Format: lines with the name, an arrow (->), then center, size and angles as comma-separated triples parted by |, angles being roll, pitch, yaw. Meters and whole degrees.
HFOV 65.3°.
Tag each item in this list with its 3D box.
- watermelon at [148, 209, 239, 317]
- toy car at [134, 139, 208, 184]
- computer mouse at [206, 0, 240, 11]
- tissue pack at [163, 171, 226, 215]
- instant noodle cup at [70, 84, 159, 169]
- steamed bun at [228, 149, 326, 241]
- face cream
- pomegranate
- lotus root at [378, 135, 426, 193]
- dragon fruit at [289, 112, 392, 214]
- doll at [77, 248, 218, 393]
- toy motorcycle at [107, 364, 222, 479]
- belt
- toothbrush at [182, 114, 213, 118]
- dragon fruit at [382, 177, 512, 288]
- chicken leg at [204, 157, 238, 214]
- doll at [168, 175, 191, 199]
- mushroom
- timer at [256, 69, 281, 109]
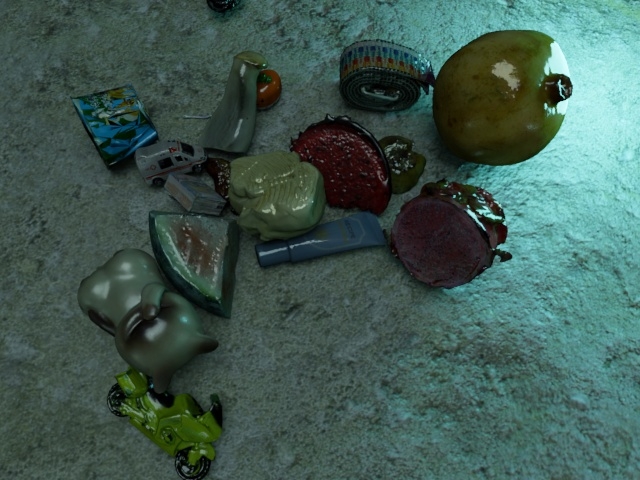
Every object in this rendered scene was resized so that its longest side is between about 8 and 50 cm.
watermelon -> -0.328, 0.023, 1.405 | 0.258, 0.228, 0.387 | -36, 81, -23
toy car -> -0.452, -0.251, 1.518 | 0.209, 0.108, 0.089 | -18, 45, -4
computer mouse -> -0.336, -0.894, 1.785 | 0.146, 0.077, 0.242 | 13, 67, 2
tissue pack -> -0.370, -0.135, 1.470 | 0.155, 0.115, 0.065 | 37, 107, 33
instant noodle cup -> -0.616, -0.355, 1.513 | 0.178, 0.240, 0.240 | -29, 74, -18
steamed bun -> -0.125, -0.112, 1.429 | 0.289, 0.203, 0.276 | 2, 50, 16
face cream -> 0.000, 0.000, 1.480 | 0.385, 0.086, 0.136 | -14, 57, -11
pomegranate -> 0.538, -0.426, 1.471 | 0.416, 0.417, 0.417 | 1, 70, -2
lotus root -> 0.245, -0.258, 1.584 | 0.183, 0.078, 0.204 | 22, 70, 5
dragon fruit -> 0.068, -0.240, 1.528 | 0.343, 0.100, 0.282 | 16, 112, 7
doll -> -0.456, 0.180, 1.271 | 0.215, 0.226, 0.370 | -38, 55, -26
toy motorcycle -> -0.383, 0.437, 1.279 | 0.342, 0.142, 0.206 | 37, 73, 9
belt -> 0.203, -0.511, 1.607 | 0.295, 0.207, 0.161 | 10, 66, -14
toothbrush -> -0.389, -0.408, 1.645 | 0.131, 0.013, 0.011 | 0, 60, -1
dragon fruit -> 0.389, -0.024, 1.429 | 0.314, 0.296, 0.263 | 41, 40, 15
chicken leg -> -0.296, -0.177, 1.542 | 0.105, 0.063, 0.234 | -14, 70, -12
doll -> -0.433, -0.166, 1.544 | 0.058, 0.040, 0.085 | 11, 66, 15
mushroom -> -0.264, -0.424, 1.546 | 0.159, 0.122, 0.329 | 14, 105, -17
timer -> -0.180, -0.500, 1.630 | 0.099, 0.136, 0.136 | 25, 71, 1
